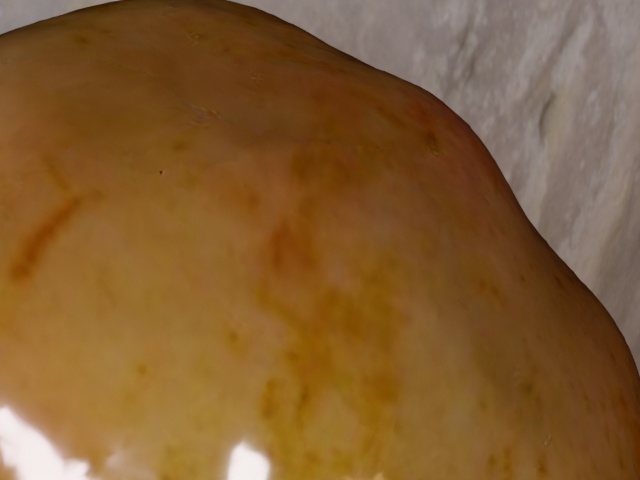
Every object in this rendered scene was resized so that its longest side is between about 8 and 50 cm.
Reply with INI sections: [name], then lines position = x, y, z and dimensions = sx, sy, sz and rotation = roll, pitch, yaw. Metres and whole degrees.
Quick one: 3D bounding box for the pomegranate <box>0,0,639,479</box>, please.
[pomegranate]
position = -0.061, 0.108, 0.748
dimensions = 0.411, 0.411, 0.411
rotation = -22, 119, -45
